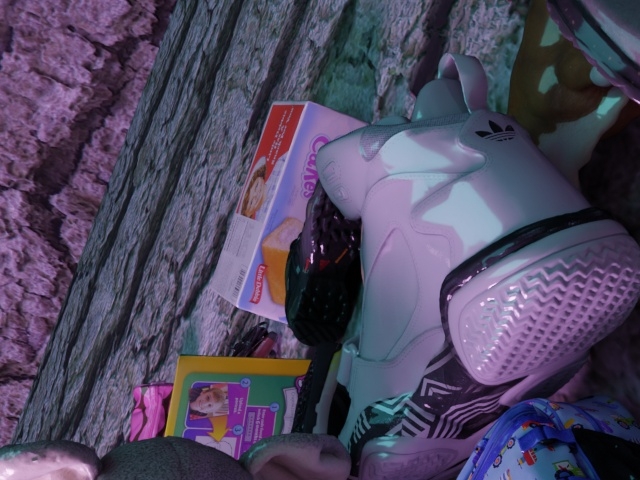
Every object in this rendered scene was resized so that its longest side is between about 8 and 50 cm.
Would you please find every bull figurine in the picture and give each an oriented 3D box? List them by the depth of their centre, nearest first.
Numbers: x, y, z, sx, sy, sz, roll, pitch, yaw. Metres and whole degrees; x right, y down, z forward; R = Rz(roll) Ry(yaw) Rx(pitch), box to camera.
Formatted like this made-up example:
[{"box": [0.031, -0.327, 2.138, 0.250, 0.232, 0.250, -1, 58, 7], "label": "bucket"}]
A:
[{"box": [0.211, -0.149, 0.810, 0.188, 0.101, 0.310, -7, 69, 64], "label": "bull figurine"}]

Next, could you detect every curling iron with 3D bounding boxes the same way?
[{"box": [-0.119, 0.203, 1.331, 0.068, 0.035, 0.274, -35, 19, 44], "label": "curling iron"}]

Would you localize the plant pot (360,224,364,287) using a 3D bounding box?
[{"box": [0.087, 0.020, 0.986, 0.109, 0.109, 0.096, -98, 20, -51], "label": "plant pot"}]

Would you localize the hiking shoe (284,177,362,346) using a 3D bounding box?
[{"box": [0.000, 0.000, 1.244, 0.114, 0.086, 0.226, 20, 93, 67], "label": "hiking shoe"}]

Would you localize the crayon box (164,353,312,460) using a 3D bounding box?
[{"box": [-0.073, 0.252, 1.082, 0.081, 0.166, 0.278, 72, -158, -59], "label": "crayon box"}]

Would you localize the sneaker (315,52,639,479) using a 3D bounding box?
[{"box": [0.077, 0.041, 0.807, 0.210, 0.137, 0.365, 65, 148, 27], "label": "sneaker"}]

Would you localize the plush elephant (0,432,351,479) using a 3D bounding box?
[{"box": [-0.095, 0.249, 0.736, 0.330, 0.272, 0.255, -119, 27, -54], "label": "plush elephant"}]

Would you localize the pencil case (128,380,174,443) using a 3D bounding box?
[{"box": [-0.251, 0.307, 1.627, 0.098, 0.095, 0.209, 73, -161, -59], "label": "pencil case"}]

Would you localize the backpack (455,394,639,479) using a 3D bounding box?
[{"box": [0.140, 0.170, 0.692, 0.158, 0.117, 0.173, -62, 19, 22], "label": "backpack"}]

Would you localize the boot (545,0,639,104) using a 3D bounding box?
[{"box": [0.221, -0.233, 0.604, 0.222, 0.118, 0.338, -48, 34, 40], "label": "boot"}]

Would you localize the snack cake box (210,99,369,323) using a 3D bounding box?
[{"box": [-0.043, -0.039, 1.388, 0.264, 0.089, 0.152, -71, 18, 1], "label": "snack cake box"}]

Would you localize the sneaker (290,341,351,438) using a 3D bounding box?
[{"box": [0.026, 0.168, 0.982, 0.234, 0.097, 0.084, -74, 6, -59], "label": "sneaker"}]
